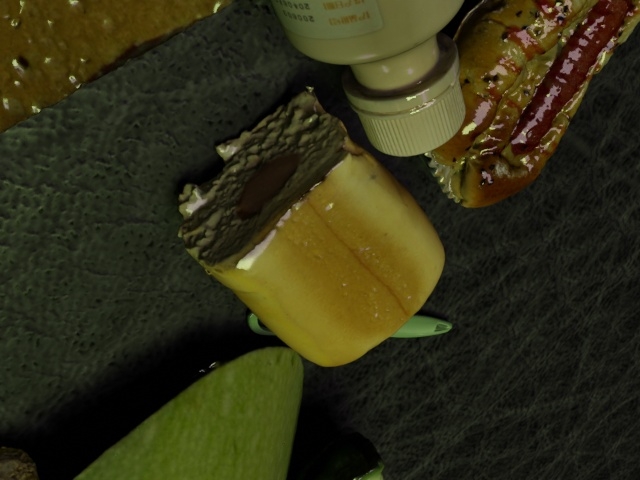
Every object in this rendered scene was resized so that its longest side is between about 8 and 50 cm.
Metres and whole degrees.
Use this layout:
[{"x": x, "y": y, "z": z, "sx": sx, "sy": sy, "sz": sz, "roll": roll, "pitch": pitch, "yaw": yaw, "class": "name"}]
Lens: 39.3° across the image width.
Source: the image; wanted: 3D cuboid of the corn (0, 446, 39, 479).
[{"x": -0.242, "y": 0.233, "z": 0.614, "sx": 0.072, "sy": 0.072, "sz": 0.203, "roll": 9, "pitch": 114, "yaw": -38, "class": "corn"}]

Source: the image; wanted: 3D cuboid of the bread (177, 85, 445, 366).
[{"x": -0.001, "y": 0.000, "z": 0.604, "sx": 0.134, "sy": 0.085, "sz": 0.173, "roll": -45, "pitch": 133, "yaw": -5, "class": "bread"}]

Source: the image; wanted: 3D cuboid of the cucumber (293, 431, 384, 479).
[{"x": 0.015, "y": 0.276, "z": 0.787, "sx": 0.145, "sy": 0.105, "sz": 0.325, "roll": -25, "pitch": 136, "yaw": -14, "class": "cucumber"}]

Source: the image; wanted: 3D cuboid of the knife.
[{"x": 0.030, "y": 0.065, "z": 0.719, "sx": 0.207, "sy": 0.014, "sz": 0.030, "roll": 4, "pitch": 119, "yaw": -35, "class": "knife"}]

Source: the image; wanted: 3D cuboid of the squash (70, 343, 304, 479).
[{"x": -0.101, "y": 0.188, "z": 0.682, "sx": 0.204, "sy": 0.155, "sz": 0.237, "roll": -11, "pitch": 144, "yaw": 3, "class": "squash"}]

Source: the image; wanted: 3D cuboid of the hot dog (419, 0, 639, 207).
[{"x": 0.157, "y": -0.138, "z": 0.628, "sx": 0.131, "sy": 0.069, "sz": 0.252, "roll": 29, "pitch": 100, "yaw": -42, "class": "hot dog"}]

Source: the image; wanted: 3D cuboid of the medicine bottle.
[{"x": 0.022, "y": -0.158, "z": 0.493, "sx": 0.114, "sy": 0.114, "sz": 0.252, "roll": -35, "pitch": 133, "yaw": -9, "class": "medicine bottle"}]

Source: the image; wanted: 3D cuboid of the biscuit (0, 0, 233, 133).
[{"x": -0.119, "y": -0.141, "z": 0.412, "sx": 0.237, "sy": 0.026, "sz": 0.131, "roll": -23, "pitch": 114, "yaw": 20, "class": "biscuit"}]
